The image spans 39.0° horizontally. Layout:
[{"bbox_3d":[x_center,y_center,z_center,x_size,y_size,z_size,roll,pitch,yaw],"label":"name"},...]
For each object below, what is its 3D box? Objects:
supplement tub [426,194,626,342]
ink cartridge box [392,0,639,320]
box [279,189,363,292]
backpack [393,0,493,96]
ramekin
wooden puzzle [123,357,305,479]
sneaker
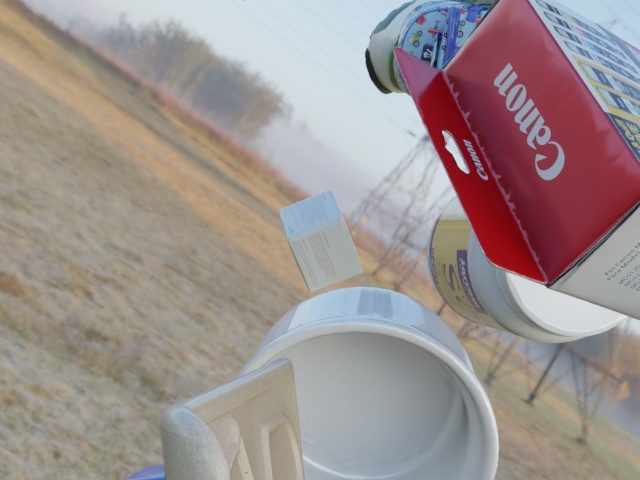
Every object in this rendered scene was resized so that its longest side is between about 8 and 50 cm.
[{"bbox_3d":[0.307,0.022,1.316,0.241,0.241,0.331,32,-4,-7],"label":"supplement tub"},{"bbox_3d":[0.238,-0.090,0.834,0.271,0.130,0.309,17,38,-32],"label":"ink cartridge box"},{"bbox_3d":[0.000,0.000,1.325,0.102,0.087,0.101,-108,176,-60],"label":"box"},{"bbox_3d":[0.182,-0.252,1.237,0.173,0.158,0.117,16,15,12],"label":"backpack"},{"bbox_3d":[0.041,0.184,0.948,0.277,0.277,0.135,32,20,-6],"label":"ramekin"},{"bbox_3d":[-0.053,0.249,0.570,0.080,0.322,0.348,-6,-4,4],"label":"wooden puzzle"},{"bbox_3d":[0.273,-0.347,1.397,0.182,0.410,0.158,42,-7,42],"label":"sneaker"}]
